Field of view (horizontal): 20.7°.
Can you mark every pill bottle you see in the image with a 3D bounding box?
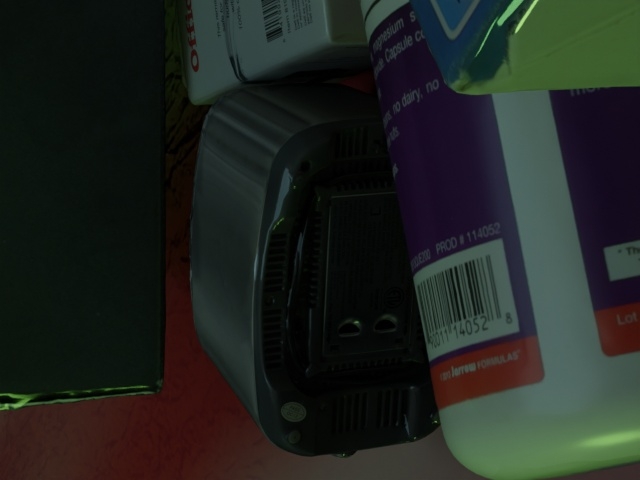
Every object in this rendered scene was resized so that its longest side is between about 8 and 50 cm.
[{"bbox_3d":[0.111,-0.075,0.691,0.181,0.182,0.322,-27,70,62],"label":"pill bottle"}]

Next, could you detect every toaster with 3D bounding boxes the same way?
[{"bbox_3d":[0.000,0.000,0.987,0.146,0.129,0.227,-146,53,-59],"label":"toaster"}]

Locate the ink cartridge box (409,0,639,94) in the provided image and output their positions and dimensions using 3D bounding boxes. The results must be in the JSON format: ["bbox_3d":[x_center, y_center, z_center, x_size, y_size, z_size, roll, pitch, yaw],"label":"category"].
[{"bbox_3d":[0.108,-0.247,0.561,0.151,0.270,0.395,-58,45,48],"label":"ink cartridge box"}]

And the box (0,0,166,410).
[{"bbox_3d":[-0.286,-0.176,1.244,0.472,0.297,0.479,-133,43,-71],"label":"box"}]

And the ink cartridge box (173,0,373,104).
[{"bbox_3d":[-0.012,-0.170,1.018,0.208,0.087,0.153,-10,86,64],"label":"ink cartridge box"}]
